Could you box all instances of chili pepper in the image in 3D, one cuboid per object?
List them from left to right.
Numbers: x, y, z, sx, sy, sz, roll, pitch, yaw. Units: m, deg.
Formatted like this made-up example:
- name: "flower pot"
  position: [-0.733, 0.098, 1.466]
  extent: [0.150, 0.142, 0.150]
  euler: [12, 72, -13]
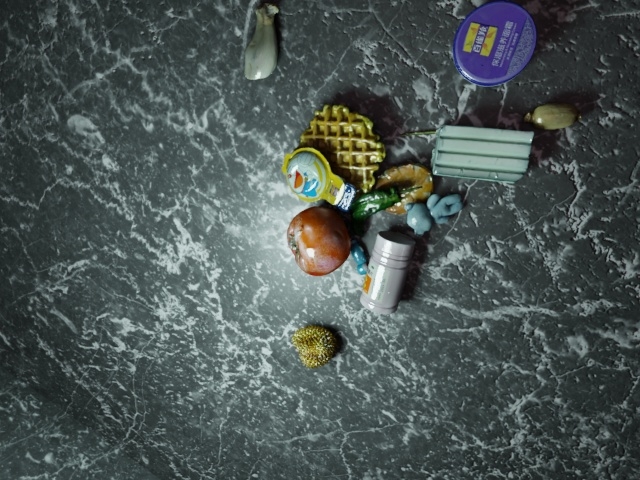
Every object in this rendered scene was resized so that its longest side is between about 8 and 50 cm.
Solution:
- name: "chili pepper"
  position: [0.175, -0.104, 1.319]
  extent: [0.122, 0.065, 0.279]
  euler: [21, 141, -35]

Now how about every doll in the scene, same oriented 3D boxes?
- name: "doll"
  position: [0.353, -0.094, 1.328]
  extent: [0.180, 0.075, 0.119]
  euler: [-26, 105, -5]

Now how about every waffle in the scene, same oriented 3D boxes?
- name: "waffle"
  position: [0.055, -0.274, 1.331]
  extent: [0.301, 0.058, 0.281]
  euler: [33, 120, 20]

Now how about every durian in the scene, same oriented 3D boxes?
- name: "durian"
  position: [-0.018, 0.384, 1.538]
  extent: [0.168, 0.136, 0.158]
  euler: [-5, 124, 4]

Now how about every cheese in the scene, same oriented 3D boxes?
- name: "cheese"
  position: [-0.010, -0.189, 1.323]
  extent: [0.271, 0.069, 0.176]
  euler: [31, 122, 18]

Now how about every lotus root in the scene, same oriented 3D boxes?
- name: "lotus root"
  position: [0.642, -0.344, 1.171]
  extent: [0.151, 0.062, 0.072]
  euler: [0, 105, 14]

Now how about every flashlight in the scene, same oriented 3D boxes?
- name: "flashlight"
  position: [0.130, 0.057, 1.442]
  extent: [0.051, 0.051, 0.128]
  euler: [-24, 94, 21]

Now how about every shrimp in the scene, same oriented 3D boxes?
- name: "shrimp"
  position: [0.210, -0.142, 1.358]
  extent: [0.317, 0.062, 0.164]
  euler: [-20, 107, 22]

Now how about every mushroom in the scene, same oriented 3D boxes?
- name: "mushroom"
  position: [-0.181, -0.616, 1.314]
  extent: [0.116, 0.093, 0.224]
  euler: [28, 118, 29]

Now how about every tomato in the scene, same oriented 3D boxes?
- name: "tomato"
  position: [0.002, 0.003, 1.366]
  extent: [0.189, 0.232, 0.231]
  euler: [-22, 101, -19]

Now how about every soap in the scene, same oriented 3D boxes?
- name: "soap"
  position: [0.461, -0.254, 1.233]
  extent: [0.262, 0.094, 0.150]
  euler: [9, 103, 11]

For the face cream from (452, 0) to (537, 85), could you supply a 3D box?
- name: "face cream"
  position: [0.465, -0.524, 1.144]
  extent: [0.206, 0.111, 0.205]
  euler: [4, 106, 16]

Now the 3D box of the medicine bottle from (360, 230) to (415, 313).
- name: "medicine bottle"
  position: [0.219, 0.104, 1.384]
  extent: [0.134, 0.133, 0.249]
  euler: [17, 111, 11]

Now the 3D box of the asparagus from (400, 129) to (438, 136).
- name: "asparagus"
  position: [0.302, -0.329, 1.298]
  extent: [0.115, 0.015, 0.014]
  euler: [-1, 107, 15]
